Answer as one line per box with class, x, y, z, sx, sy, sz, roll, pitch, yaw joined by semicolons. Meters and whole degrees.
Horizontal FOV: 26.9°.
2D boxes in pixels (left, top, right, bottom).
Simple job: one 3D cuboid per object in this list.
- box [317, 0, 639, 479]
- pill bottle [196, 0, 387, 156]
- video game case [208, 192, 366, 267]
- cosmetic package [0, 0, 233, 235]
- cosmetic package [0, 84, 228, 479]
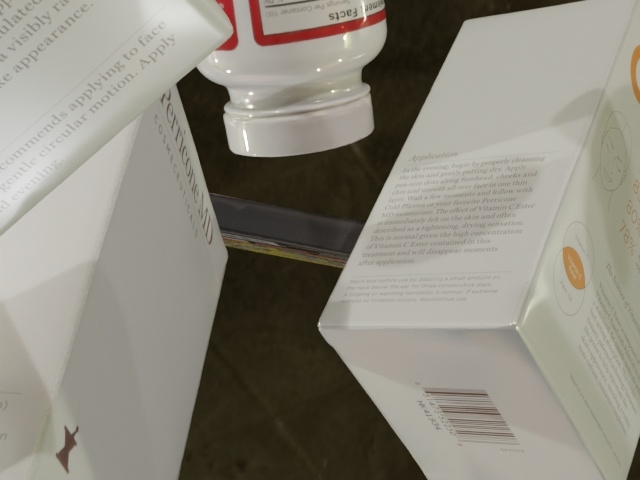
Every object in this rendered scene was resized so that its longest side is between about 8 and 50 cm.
box;0.172;0.002;1.068;0.168;0.345;0.215;-3;136;37
pill bottle;-0.048;-0.311;1.503;0.229;0.229;0.408;-4;107;12
video game case;0.000;0.000;1.311;0.274;0.248;0.035;10;86;9
cosmetic package;-0.158;-0.109;0.443;0.151;0.151;0.183;-39;145;5
cosmetic package;-0.188;0.117;0.787;0.161;0.453;0.230;1;143;11
